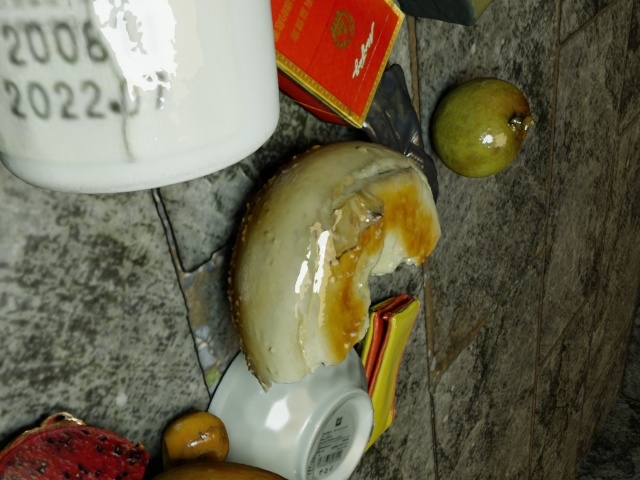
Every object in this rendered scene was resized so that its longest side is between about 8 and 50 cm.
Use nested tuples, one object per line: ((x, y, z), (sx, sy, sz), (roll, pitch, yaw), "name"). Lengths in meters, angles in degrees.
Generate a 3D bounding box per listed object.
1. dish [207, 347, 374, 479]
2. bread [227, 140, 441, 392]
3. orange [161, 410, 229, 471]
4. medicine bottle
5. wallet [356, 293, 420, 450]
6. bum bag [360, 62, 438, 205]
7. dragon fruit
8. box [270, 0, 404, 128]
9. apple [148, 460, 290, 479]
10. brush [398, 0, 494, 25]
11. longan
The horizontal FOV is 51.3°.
((-0.015, 0.242, 0.878), (0.303, 0.120, 0.303), (-26, 125, -44), "dish")
((-0.003, -0.001, 0.740), (0.314, 0.171, 0.192), (-52, 137, -28), "bread")
((-0.142, 0.229, 0.752), (0.086, 0.062, 0.086), (-26, 133, -31), "orange")
((-0.145, -0.234, 0.412), (0.211, 0.211, 0.371), (-34, 131, -40), "medicine bottle")
((0.091, 0.205, 1.054), (0.141, 0.067, 0.241), (-18, 123, -61), "wallet")
((0.115, -0.110, 0.923), (0.137, 0.074, 0.310), (-66, 148, -31), "bum bag")
((-0.252, 0.251, 0.612), (0.161, 0.120, 0.127), (-56, -174, 16), "dragon fruit")
((-0.012, -0.236, 0.712), (0.240, 0.074, 0.153), (25, 81, -54), "box")
((-0.107, 0.365, 0.641), (0.301, 0.301, 0.302), (-27, 126, -45), "apple")
((0.127, -0.346, 0.798), (0.059, 0.123, 0.197), (-59, 142, -12), "brush")
((0.250, -0.171, 1.005), (0.145, 0.176, 0.155), (11, 82, -40), "longan")
